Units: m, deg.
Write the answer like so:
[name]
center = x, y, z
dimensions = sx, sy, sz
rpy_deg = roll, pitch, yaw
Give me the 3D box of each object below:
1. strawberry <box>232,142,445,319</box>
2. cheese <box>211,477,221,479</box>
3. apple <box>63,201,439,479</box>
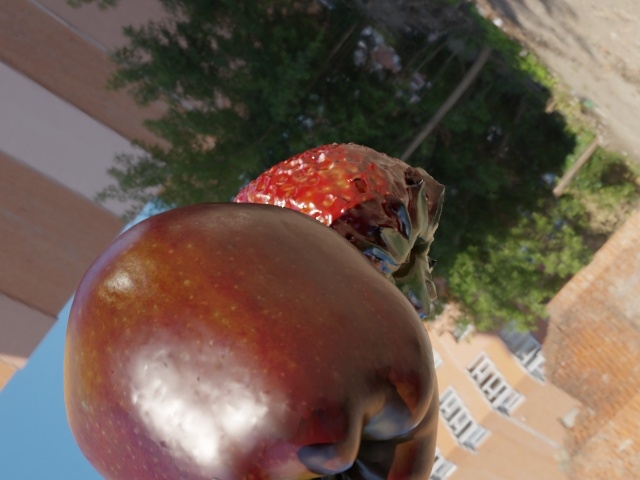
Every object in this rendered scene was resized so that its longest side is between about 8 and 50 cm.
[strawberry]
center = 0.000, 0.000, 0.989
dimensions = 0.288, 0.250, 0.238
rpy_deg = 17, 179, 37
[cheese]
center = 0.015, 0.171, 0.386
dimensions = 0.064, 0.137, 0.227
rpy_deg = -31, -151, -36
[apple]
center = -0.059, 0.109, 0.661
dimensions = 0.317, 0.288, 0.288
rpy_deg = 33, -175, 42
